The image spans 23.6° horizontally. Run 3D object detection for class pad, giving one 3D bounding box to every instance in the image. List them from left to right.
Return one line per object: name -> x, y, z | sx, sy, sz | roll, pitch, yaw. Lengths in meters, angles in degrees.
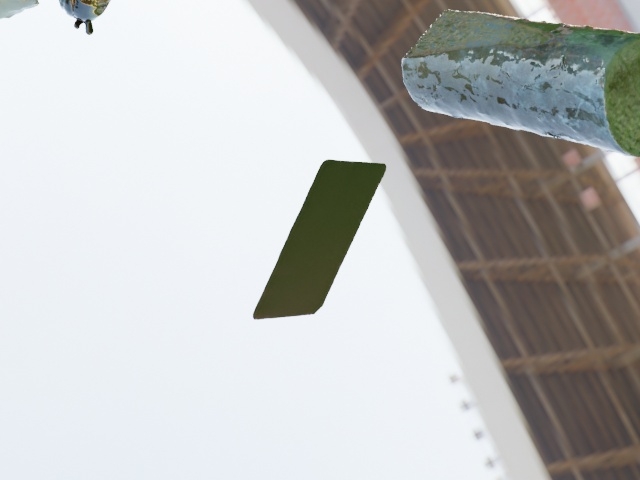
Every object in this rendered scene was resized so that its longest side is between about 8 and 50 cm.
pad -> 0.000, 0.000, 1.342 | 0.003, 0.157, 0.112 | 33, -163, 28

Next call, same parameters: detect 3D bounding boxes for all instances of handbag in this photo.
handbag -> -0.190, -0.226, 1.285 | 0.047, 0.111, 0.072 | 31, -143, 2

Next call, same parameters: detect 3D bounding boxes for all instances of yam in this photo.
yam -> 0.124, -0.095, 0.880 | 0.068, 0.169, 0.068 | -15, -67, -39

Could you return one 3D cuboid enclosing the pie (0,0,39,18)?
pie -> -0.263, -0.351, 1.009 | 0.418, 0.180, 0.395 | 43, -119, 3
